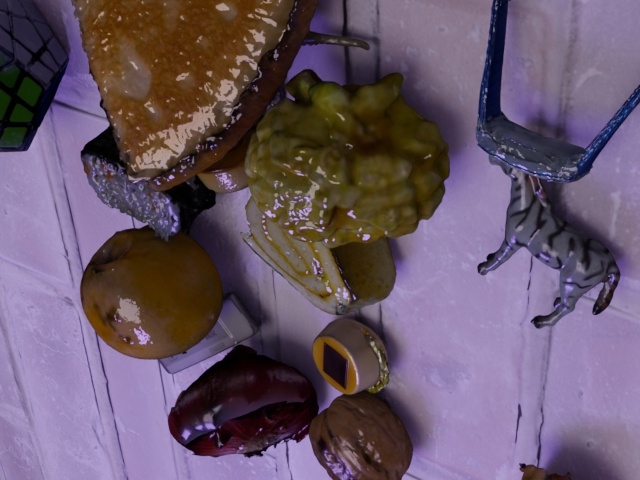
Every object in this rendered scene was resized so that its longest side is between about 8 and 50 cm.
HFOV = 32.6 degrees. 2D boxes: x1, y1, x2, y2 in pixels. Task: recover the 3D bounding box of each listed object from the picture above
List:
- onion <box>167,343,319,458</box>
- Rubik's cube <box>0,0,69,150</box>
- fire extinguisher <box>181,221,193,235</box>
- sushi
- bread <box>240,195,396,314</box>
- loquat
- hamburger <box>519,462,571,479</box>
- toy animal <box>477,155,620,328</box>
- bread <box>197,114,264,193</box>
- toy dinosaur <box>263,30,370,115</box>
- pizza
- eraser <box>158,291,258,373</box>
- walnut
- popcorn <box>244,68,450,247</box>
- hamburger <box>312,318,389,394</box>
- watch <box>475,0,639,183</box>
[{"bbox_3d":[-0.143,0.273,1.924,0.272,0.272,0.195,-54,43,48],"label":"onion"},{"bbox_3d":[-0.587,-0.280,1.848,0.264,0.319,0.319,26,139,-11],"label":"Rubik's cube"},{"bbox_3d":[-0.271,0.000,1.953,0.064,0.043,0.158,27,137,-2],"label":"fire extinguisher"},{"bbox_3d":[-0.285,-0.107,1.798,0.225,0.126,0.136,34,145,29],"label":"sushi"},{"bbox_3d":[0.000,0.000,1.667,0.257,0.124,0.186,51,145,-3],"label":"bread"},{"bbox_3d":[-0.282,0.093,1.858,0.244,0.244,0.243,22,132,27],"label":"loquat"},{"bbox_3d":[0.355,0.473,1.680,0.155,0.245,0.282,19,175,23],"label":"hamburger"},{"bbox_3d":[0.278,0.001,1.453,0.170,0.090,0.255,-32,99,43],"label":"toy animal"},{"bbox_3d":[-0.137,-0.131,1.686,0.156,0.125,0.086,1,137,35],"label":"bread"},{"bbox_3d":[-0.063,-0.286,1.559,0.200,0.072,0.251,46,131,-7],"label":"toy dinosaur"},{"bbox_3d":[-0.184,-0.259,1.520,0.435,0.080,0.391,7,95,30],"label":"pizza"},{"bbox_3d":[-0.223,0.175,2.027,0.352,0.061,0.089,-30,98,47],"label":"eraser"},{"bbox_3d":[0.073,0.345,1.839,0.184,0.155,0.155,51,139,5],"label":"walnut"},{"bbox_3d":[0.033,-0.106,1.469,0.270,0.258,0.224,43,167,12],"label":"popcorn"},{"bbox_3d":[0.055,0.190,1.787,0.141,0.081,0.126,19,129,45],"label":"hamburger"},{"bbox_3d":[0.315,-0.196,1.271,0.276,0.068,0.274,20,116,30],"label":"watch"}]
